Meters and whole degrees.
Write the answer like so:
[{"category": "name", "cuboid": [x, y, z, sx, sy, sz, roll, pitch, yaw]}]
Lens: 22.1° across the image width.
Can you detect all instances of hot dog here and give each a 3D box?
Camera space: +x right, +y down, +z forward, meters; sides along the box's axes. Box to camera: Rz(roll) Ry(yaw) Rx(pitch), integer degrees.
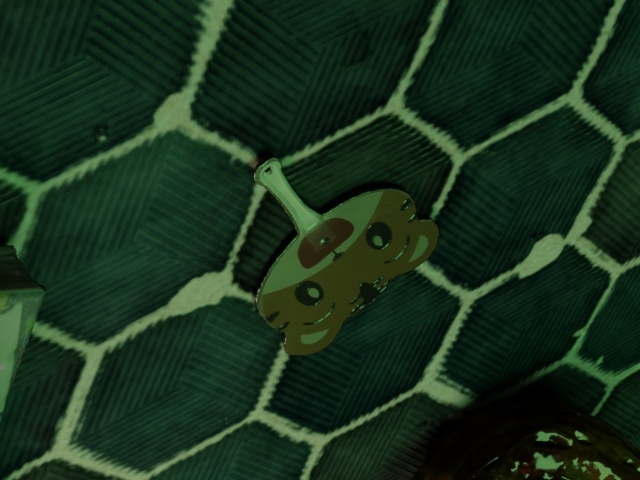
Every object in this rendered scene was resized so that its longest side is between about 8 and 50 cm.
[{"category": "hot dog", "cuboid": [0.203, 0.310, 1.539, 0.267, 0.174, 0.387, -35, 142, -10]}]

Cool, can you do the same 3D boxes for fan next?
[{"category": "fan", "cuboid": [0.000, 0.000, 1.184, 0.152, 0.008, 0.227, -39, 144, 1]}]

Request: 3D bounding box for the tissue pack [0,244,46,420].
[{"category": "tissue pack", "cuboid": [-0.255, 0.063, 0.983, 0.155, 0.065, 0.115, -4, 129, -39]}]
